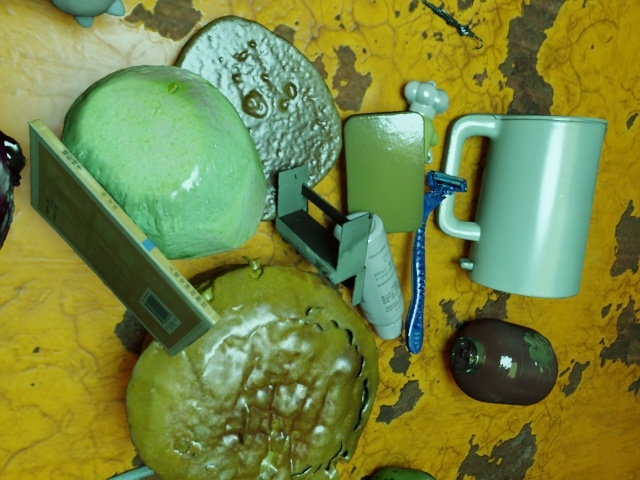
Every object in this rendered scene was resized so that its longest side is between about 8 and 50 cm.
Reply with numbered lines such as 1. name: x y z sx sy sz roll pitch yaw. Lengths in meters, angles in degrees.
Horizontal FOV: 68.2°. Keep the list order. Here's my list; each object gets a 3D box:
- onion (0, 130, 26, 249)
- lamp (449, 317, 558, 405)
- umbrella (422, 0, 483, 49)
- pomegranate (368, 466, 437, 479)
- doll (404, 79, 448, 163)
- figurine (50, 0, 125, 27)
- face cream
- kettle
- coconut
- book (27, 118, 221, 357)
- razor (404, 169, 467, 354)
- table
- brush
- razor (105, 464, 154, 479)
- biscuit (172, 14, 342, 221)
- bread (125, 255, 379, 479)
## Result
1. onion: -0.438 -0.106 0.397 0.348 0.348 0.384 14 61 -30
2. lamp: 0.371 0.246 0.979 0.258 0.180 0.180 17 94 -29
3. umbrella: 0.232 -0.380 0.821 0.149 0.022 0.022 27 94 -26
4. pomegranate: 0.170 0.569 0.959 0.214 0.214 0.248 -52 157 -7
5. doll: 0.164 -0.194 0.809 0.106 0.062 0.162 17 96 -29
6. figurine: -0.359 -0.353 0.408 0.381 0.203 0.248 2 106 -27
7. face cream: 0.093 0.074 0.806 0.082 0.082 0.268 -35 132 -16
8. kettle: 0.373 -0.074 0.898 0.205 0.265 0.317 -16 114 -58
9. coconut: -0.171 -0.080 0.540 0.236 0.236 0.204 6 77 -29
10. book: -0.210 0.014 0.486 0.241 0.170 0.018 49 53 -3
11. razor: 0.184 0.041 0.842 0.093 0.056 0.323 5 97 -36
12. table: 0.000 0.000 0.689 0.063 0.146 0.175 -23 136 -30
13. brush: 0.103 -0.109 0.765 0.123 0.059 0.197 -3 114 4
14. razor: -0.276 0.366 0.744 0.211 0.036 0.084 -16 134 -30
15. biscuit: -0.099 -0.166 0.683 0.257 0.049 0.273 -47 118 -6
16. bread: -0.090 0.204 0.701 0.337 0.204 0.358 -41 114 -10
